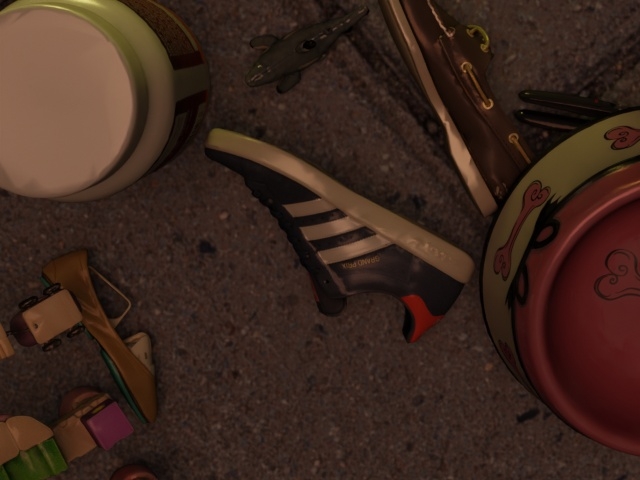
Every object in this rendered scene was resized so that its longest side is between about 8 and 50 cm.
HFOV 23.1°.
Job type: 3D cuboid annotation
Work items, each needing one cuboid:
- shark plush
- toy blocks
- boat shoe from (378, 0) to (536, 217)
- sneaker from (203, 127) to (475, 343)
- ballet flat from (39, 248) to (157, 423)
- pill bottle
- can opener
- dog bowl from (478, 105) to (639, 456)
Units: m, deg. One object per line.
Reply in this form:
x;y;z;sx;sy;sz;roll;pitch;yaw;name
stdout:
-0.012;-0.220;1.826;0.161;0.067;0.073;-18;96;7;shark plush
-0.368;0.243;1.843;0.288;0.260;0.309;-30;99;-17;toy blocks
0.158;-0.188;1.798;0.096;0.116;0.324;-26;99;3;boat shoe
0.000;0.000;1.824;0.350;0.131;0.148;30;95;-1;sneaker
-0.247;0.112;1.889;0.073;0.080;0.232;-35;96;-9;ballet flat
-0.254;-0.159;1.688;0.224;0.392;0.224;1;98;4;pill bottle
0.318;-0.140;1.820;0.186;0.073;0.059;19;107;10;can opener
0.390;0.062;1.756;0.408;0.150;0.408;0;110;-1;dog bowl
